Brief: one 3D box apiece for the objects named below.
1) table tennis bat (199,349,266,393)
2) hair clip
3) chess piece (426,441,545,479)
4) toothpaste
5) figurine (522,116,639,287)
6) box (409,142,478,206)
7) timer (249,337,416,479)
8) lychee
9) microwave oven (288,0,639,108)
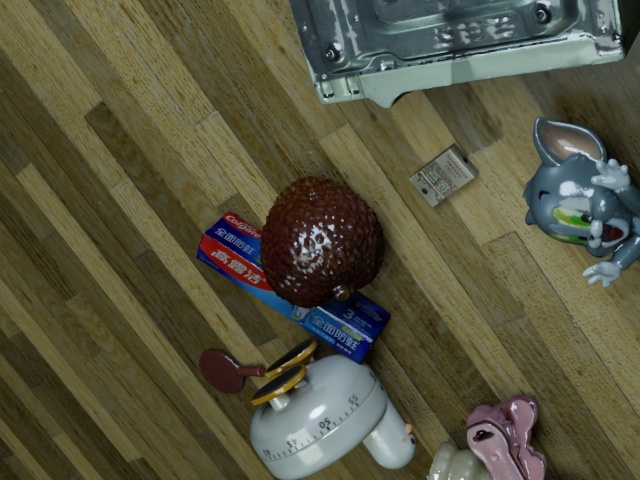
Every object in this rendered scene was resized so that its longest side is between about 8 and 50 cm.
[{"bbox_3d":[-0.165,0.243,1.590,0.154,0.019,0.098,-8,114,37],"label":"table tennis bat"},{"bbox_3d":[0.287,0.315,1.302,0.123,0.102,0.138,-36,87,36],"label":"hair clip"},{"bbox_3d":[0.303,0.414,1.358,0.260,0.143,0.143,9,123,19],"label":"chess piece"},{"bbox_3d":[-0.045,0.072,1.372,0.320,0.076,0.066,32,132,10],"label":"toothpaste"},{"bbox_3d":[0.368,-0.052,1.018,0.265,0.140,0.193,-4,140,19],"label":"figurine"},{"bbox_3d":[0.169,-0.089,1.180,0.053,0.024,0.083,48,129,-4],"label":"box"},{"bbox_3d":[0.011,0.298,1.381,0.233,0.233,0.240,-29,98,39],"label":"timer"},{"bbox_3d":[-0.001,0.005,1.236,0.194,0.194,0.195,15,125,22],"label":"lychee"},{"bbox_3d":[0.145,-0.313,0.928,0.354,0.218,0.287,-2,118,31],"label":"microwave oven"}]
